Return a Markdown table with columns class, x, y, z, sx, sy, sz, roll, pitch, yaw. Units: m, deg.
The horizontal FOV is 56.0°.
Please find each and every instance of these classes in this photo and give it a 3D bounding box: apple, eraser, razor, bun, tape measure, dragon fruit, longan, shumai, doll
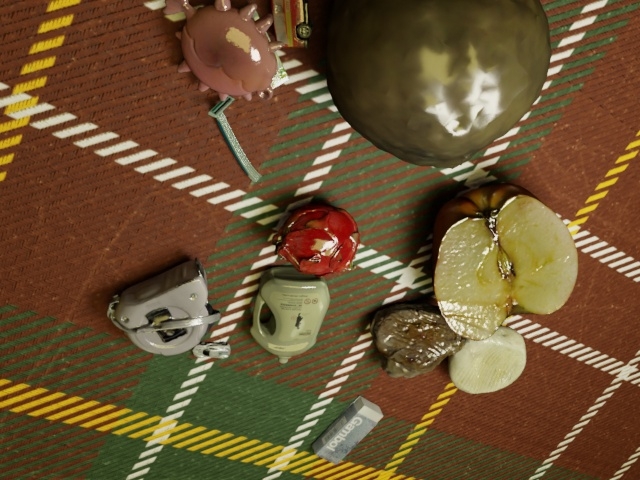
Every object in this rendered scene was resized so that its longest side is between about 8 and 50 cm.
| class | x | y | z | sx | sy | sz | roll | pitch | yaw |
| --- | --- | --- | --- | --- | --- | --- | --- | --- | --- |
| apple | 0.425 | 0.048 | 1.441 | 0.329 | 0.295 | 0.365 | -45 | 121 | -38 |
| eraser | 0.077 | 0.549 | 1.733 | 0.092 | 0.046 | 0.212 | 35 | 103 | -29 |
| razor | -0.176 | -0.203 | 1.257 | 0.068 | 0.037 | 0.191 | -54 | 136 | -35 |
| bun | 0.455 | 0.317 | 1.677 | 0.231 | 0.133 | 0.231 | -3 | 120 | -5 |
| tape measure | -0.342 | 0.166 | 1.356 | 0.236 | 0.120 | 0.197 | -23 | 124 | 0 |
| dragon fruit | 0.000 | 0.000 | 1.343 | 0.209 | 0.172 | 0.172 | 12 | 114 | -38 |
| longan | 0.201 | -0.337 | 1.092 | 0.403 | 0.436 | 0.404 | 0 | 92 | 8 |
| shumai | 0.247 | 0.260 | 1.582 | 0.218 | 0.184 | 0.185 | -19 | 157 | -2 |
| doll | -0.180 | -0.358 | 1.116 | 0.262 | 0.093 | 0.211 | 38 | 126 | -25 |

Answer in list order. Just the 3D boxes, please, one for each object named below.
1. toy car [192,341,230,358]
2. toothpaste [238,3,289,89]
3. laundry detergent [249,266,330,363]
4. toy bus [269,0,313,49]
| class | x | y | z | sx | sy | sz | roll | pitch | yaw |
| --- | --- | --- | --- | --- | --- | --- | --- | --- | --- |
| toy car | -0.269 | 0.273 | 1.488 | 0.093 | 0.025 | 0.041 | 1 | 116 | -18 |
| toothpaste | -0.118 | -0.377 | 1.183 | 0.046 | 0.034 | 0.164 | -31 | 122 | -4 |
| laundry detergent | -0.078 | 0.191 | 1.466 | 0.181 | 0.091 | 0.253 | 3 | 117 | -17 |
| toy bus | -0.057 | -0.454 | 1.136 | 0.077 | 0.079 | 0.174 | -3 | 119 | 4 |
